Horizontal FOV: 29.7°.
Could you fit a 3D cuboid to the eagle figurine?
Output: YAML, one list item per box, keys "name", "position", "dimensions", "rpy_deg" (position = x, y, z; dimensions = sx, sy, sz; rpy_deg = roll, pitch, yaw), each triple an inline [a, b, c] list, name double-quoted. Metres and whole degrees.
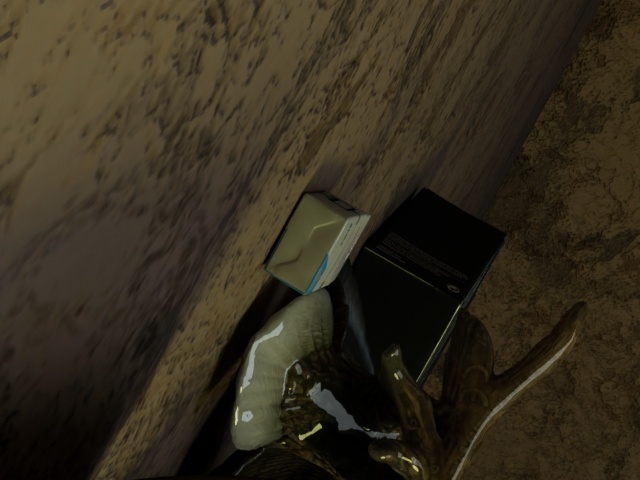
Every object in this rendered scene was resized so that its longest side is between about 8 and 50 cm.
- name: "eagle figurine"
  position: [0.012, 0.129, 0.815]
  dimensions: [0.226, 0.225, 0.298]
  rpy_deg: [-11, -175, -27]

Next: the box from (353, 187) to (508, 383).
- name: "box"
  position: [0.056, 0.104, 1.122]
  dimensions: [0.261, 0.103, 0.184]
  rpy_deg: [-64, 168, 26]

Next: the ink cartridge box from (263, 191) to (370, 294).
- name: "ink cartridge box"
  position: [0.000, 0.000, 0.672]
  dimensions: [0.048, 0.028, 0.083]
  rpy_deg: [-60, 171, 8]

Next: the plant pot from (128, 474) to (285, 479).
- name: "plant pot"
  position: [-0.056, 0.170, 0.370]
  dimensions: [0.237, 0.237, 0.254]
  rpy_deg: [-58, 157, -12]
